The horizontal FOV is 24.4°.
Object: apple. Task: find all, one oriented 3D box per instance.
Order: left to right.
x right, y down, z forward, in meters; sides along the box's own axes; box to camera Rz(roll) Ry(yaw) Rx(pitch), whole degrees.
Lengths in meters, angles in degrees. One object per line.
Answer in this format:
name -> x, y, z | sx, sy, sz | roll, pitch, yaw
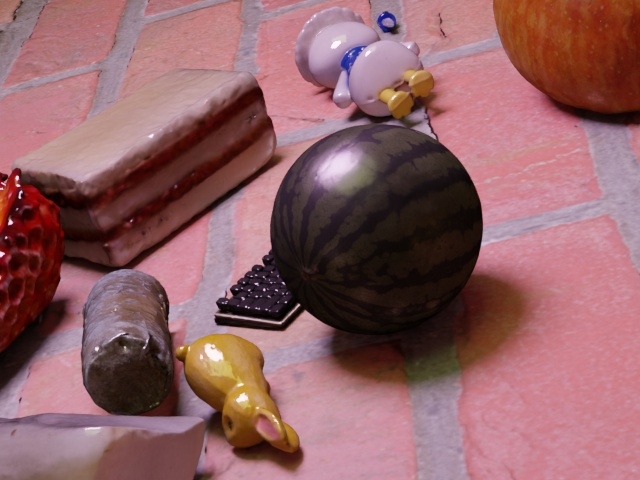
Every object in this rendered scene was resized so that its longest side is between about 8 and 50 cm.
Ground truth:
apple -> 0.353, -0.300, 1.778 | 0.309, 0.250, 0.277 | 5, 33, 33

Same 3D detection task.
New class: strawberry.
strawberry -> -0.380, 0.057, 1.660 | 0.253, 0.150, 0.280 | -41, 34, -9

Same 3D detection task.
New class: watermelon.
watermelon -> 0.055, -0.012, 1.448 | 0.212, 0.212, 0.212 | -14, 26, 7

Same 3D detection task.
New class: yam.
yam -> -0.190, 0.098, 1.458 | 0.093, 0.093, 0.259 | -19, 15, -3

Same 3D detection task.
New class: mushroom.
mushroom -> -0.315, 0.209, 1.335 | 0.397, 0.126, 0.177 | -4, 1, 22

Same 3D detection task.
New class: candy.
candy -> -0.217, -0.098, 1.867 | 0.179, 0.135, 0.321 | 8, 34, 42

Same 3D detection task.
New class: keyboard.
keyboard -> 0.000, 0.000, 1.659 | 0.106, 0.027, 0.317 | 4, 34, 35

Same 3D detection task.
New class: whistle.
whistle -> 0.102, -0.333, 2.247 | 0.033, 0.029, 0.083 | -3, 18, -5

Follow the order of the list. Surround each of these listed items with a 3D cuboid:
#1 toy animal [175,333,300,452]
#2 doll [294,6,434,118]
toy animal -> -0.072, 0.150, 1.365 | 0.070, 0.083, 0.159 | -59, 39, 15
doll -> 0.055, -0.237, 2.002 | 0.138, 0.119, 0.293 | -40, 35, -8
